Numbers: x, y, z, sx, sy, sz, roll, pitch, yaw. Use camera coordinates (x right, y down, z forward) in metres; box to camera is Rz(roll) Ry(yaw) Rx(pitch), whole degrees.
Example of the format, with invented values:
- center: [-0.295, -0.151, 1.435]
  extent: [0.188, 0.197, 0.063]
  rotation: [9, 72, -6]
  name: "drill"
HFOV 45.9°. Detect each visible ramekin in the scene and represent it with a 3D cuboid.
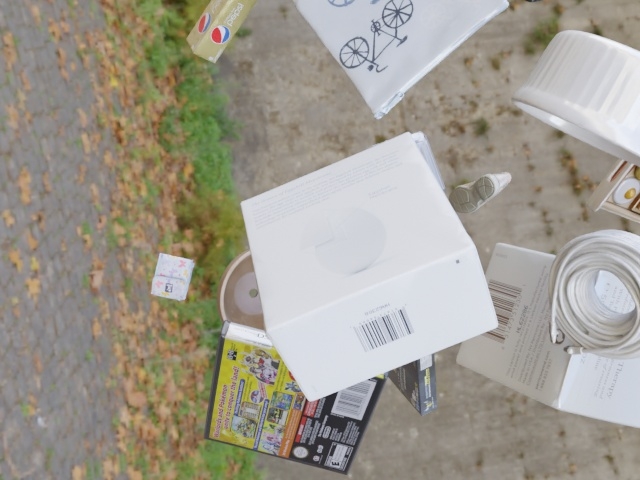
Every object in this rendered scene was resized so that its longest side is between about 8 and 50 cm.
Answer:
- center: [0.458, -0.222, 1.202]
  extent: [0.277, 0.277, 0.135]
  rotation: [-101, -144, -76]
  name: "ramekin"

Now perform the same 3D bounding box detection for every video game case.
- center: [-0.047, 0.251, 1.171]
  extent: [0.035, 0.248, 0.275]
  rotation: [-76, -179, -48]
  name: "video game case"

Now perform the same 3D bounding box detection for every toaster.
- center: [0.171, -0.142, 1.596]
  extent: [0.227, 0.129, 0.146]
  rotation: [-169, -121, -75]
  name: "toaster"

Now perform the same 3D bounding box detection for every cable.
- center: [0.569, 0.106, 1.476]
  extent: [0.257, 0.089, 0.257]
  rotation: [6, -73, 48]
  name: "cable"

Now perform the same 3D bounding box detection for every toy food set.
- center: [0.776, -0.126, 1.741]
  extent: [0.220, 0.306, 0.092]
  rotation: [-59, -142, 22]
  name: "toy food set"

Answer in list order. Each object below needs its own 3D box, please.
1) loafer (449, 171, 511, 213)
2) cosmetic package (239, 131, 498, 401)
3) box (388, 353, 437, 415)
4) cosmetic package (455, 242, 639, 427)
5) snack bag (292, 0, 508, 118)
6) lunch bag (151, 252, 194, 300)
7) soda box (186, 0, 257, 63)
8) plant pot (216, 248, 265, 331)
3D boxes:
- center: [0.237, -0.071, 1.123]
  extent: [0.045, 0.039, 0.125]
  rotation: [67, -23, 3]
  name: "loafer"
- center: [0.046, 0.024, 0.858]
  extent: [0.224, 0.224, 0.138]
  rotation: [-107, 173, -49]
  name: "cosmetic package"
- center: [0.244, 0.339, 2.075]
  extent: [0.183, 0.059, 0.232]
  rotation: [48, -27, 48]
  name: "box"
- center: [0.615, 0.231, 1.845]
  extent: [0.327, 0.394, 0.329]
  rotation: [17, -91, 56]
  name: "cosmetic package"
- center: [0.144, -0.445, 1.406]
  extent: [0.342, 0.323, 0.037]
  rotation: [58, 19, 23]
  name: "snack bag"
- center: [-0.295, 0.074, 1.511]
  extent: [0.053, 0.071, 0.083]
  rotation: [113, -10, -77]
  name: "lunch bag"
- center: [-0.197, -0.457, 1.544]
  extent: [0.058, 0.181, 0.061]
  rotation: [18, 32, -41]
  name: "soda box"
- center: [-0.136, 0.126, 1.732]
  extent: [0.110, 0.237, 0.237]
  rotation: [6, -73, 61]
  name: "plant pot"
